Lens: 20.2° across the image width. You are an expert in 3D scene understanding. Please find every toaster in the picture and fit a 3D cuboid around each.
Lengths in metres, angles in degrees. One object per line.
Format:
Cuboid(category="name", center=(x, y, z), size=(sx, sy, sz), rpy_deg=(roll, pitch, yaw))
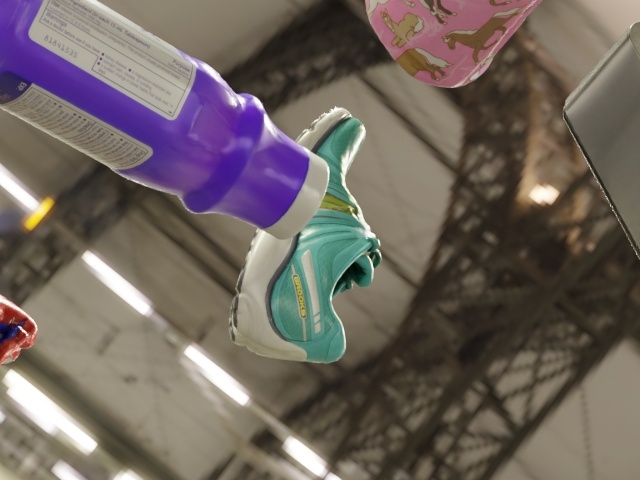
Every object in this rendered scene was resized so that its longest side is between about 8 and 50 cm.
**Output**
Cuboid(category="toaster", center=(0.285, -0.077, 1.314), size=(0.110, 0.168, 0.186), rpy_deg=(-55, -129, 48))

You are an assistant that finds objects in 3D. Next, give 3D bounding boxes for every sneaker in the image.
Cuboid(category="sneaker", center=(0.000, 0.000, 1.553), size=(0.110, 0.275, 0.107), rpy_deg=(17, -41, 0))

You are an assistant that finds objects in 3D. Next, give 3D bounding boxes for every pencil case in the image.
Cuboid(category="pencil case", center=(0.195, -0.311, 1.721), size=(0.386, 0.160, 0.167), rpy_deg=(-47, -129, 48))

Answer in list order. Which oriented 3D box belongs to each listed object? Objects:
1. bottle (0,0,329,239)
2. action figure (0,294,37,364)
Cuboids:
Cuboid(category="bottle", center=(-0.123, -0.091, 1.220), size=(0.283, 0.092, 0.118), rpy_deg=(29, -11, -25))
Cuboid(category="action figure", center=(-0.330, 0.070, 1.564), size=(0.091, 0.139, 0.280), rpy_deg=(33, -16, 21))
